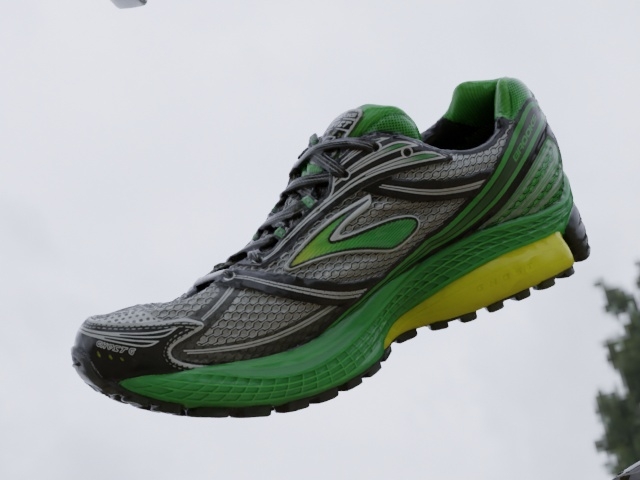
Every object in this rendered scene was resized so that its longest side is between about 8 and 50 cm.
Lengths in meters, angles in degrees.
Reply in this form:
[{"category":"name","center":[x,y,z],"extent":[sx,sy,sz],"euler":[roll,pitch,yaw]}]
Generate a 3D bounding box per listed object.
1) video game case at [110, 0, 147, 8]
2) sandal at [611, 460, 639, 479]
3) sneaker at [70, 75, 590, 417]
[{"category":"video game case","center":[-0.145,-0.262,0.906],"extent":[0.026,0.206,0.227],"euler":[-7,-3,3]},{"category":"sandal","center":[0.065,0.099,0.259],"extent":[0.090,0.219,0.060],"euler":[-4,-57,49]},{"category":"sneaker","center":[0.000,0.000,0.918],"extent":[0.344,0.134,0.146],"euler":[-26,-72,-25]}]
